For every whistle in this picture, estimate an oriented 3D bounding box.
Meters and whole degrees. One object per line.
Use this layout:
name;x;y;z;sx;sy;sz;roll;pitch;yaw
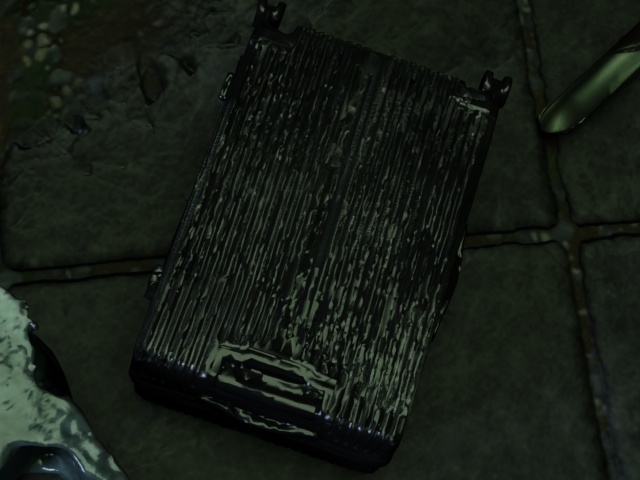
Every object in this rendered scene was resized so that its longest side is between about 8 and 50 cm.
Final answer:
whistle;-0.235;0.146;1.034;0.404;0.168;0.188;24;70;-4

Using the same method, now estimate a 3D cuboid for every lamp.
lamp;0.348;-0.084;1.226;0.203;0.124;0.283;-38;77;-9

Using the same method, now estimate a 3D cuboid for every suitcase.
suitcase;0.000;0.000;1.131;0.229;0.152;0.335;18;71;0
